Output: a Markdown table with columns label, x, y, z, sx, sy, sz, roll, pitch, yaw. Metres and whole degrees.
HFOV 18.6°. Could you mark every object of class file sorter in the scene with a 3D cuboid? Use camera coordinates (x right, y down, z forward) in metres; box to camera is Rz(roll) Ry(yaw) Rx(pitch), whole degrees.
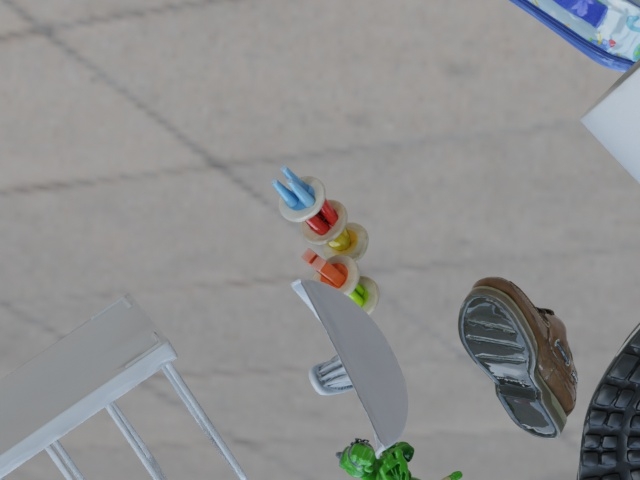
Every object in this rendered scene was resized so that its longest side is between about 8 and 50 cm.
| label | x | y | z | sx | sy | sz | roll | pitch | yaw |
| --- | --- | --- | --- | --- | --- | --- | --- | --- | --- |
| file sorter | -0.230 | 0.212 | 1.804 | 0.173 | 0.278 | 0.193 | 58 | 173 | -19 |

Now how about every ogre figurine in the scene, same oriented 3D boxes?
| label | x | y | z | sx | sy | sz | roll | pitch | yaw |
| --- | --- | --- | --- | --- | --- | --- | --- | --- | --- |
| ogre figurine | 0.096 | 0.300 | 2.436 | 0.197 | 0.096 | 0.118 | 11 | 176 | -29 |

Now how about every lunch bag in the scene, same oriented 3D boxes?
| label | x | y | z | sx | sy | sz | roll | pitch | yaw |
| --- | --- | --- | --- | --- | --- | --- | --- | --- | --- |
| lunch bag | 0.259 | -0.253 | 1.883 | 0.219 | 0.090 | 0.176 | 37 | -148 | 21 |

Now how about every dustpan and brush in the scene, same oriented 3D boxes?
| label | x | y | z | sx | sy | sz | roll | pitch | yaw |
| --- | --- | --- | --- | --- | --- | --- | --- | --- | --- |
| dustpan and brush | 0.030 | 0.103 | 1.543 | 0.060 | 0.147 | 0.211 | -30 | 169 | 19 |

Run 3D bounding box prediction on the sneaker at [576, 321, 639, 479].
| label | x | y | z | sx | sy | sz | roll | pitch | yaw |
| --- | --- | --- | --- | --- | --- | --- | --- | --- | --- |
| sneaker | 0.212 | 0.166 | 1.374 | 0.107 | 0.283 | 0.124 | 15 | -172 | -7 |

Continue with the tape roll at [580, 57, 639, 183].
| label | x | y | z | sx | sy | sz | roll | pitch | yaw |
| --- | --- | --- | --- | --- | --- | --- | --- | --- | --- |
| tape roll | 0.331 | -0.153 | 1.467 | 0.100 | 0.286 | 0.286 | 46 | 155 | 2 |

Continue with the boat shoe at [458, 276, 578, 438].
| label | x | y | z | sx | sy | sz | roll | pitch | yaw |
| --- | --- | --- | --- | --- | --- | --- | --- | --- | --- |
| boat shoe | 0.267 | 0.134 | 2.593 | 0.111 | 0.104 | 0.307 | 14 | 147 | 31 |

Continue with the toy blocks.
| label | x | y | z | sx | sy | sz | roll | pitch | yaw |
| --- | --- | --- | --- | --- | --- | --- | --- | --- | --- |
| toy blocks | 0.000 | 0.000 | 1.959 | 0.054 | 0.123 | 0.148 | -23 | 143 | 17 |
